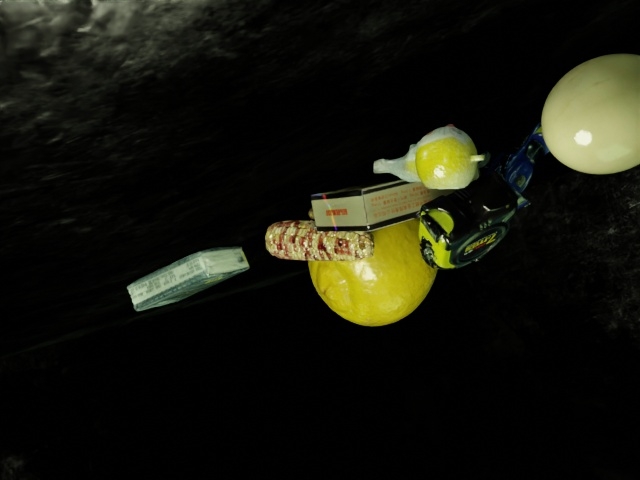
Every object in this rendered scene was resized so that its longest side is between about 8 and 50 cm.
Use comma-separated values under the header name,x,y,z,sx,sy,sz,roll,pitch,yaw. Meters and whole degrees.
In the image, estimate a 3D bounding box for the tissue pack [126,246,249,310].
name,x,y,z,sx,sy,sz,roll,pitch,yaw
tissue pack,-0.337,0.093,1.516,0.257,0.081,0.185,-24,172,25

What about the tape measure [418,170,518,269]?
name,x,y,z,sx,sy,sz,roll,pitch,yaw
tape measure,0.271,-0.028,1.135,0.199,0.112,0.186,-25,150,-9

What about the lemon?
name,x,y,z,sx,sy,sz,roll,pitch,yaw
lemon,0.139,0.048,1.517,0.348,0.348,0.348,-19,174,-2

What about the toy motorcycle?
name,x,y,z,sx,sy,sz,roll,pitch,yaw
toy motorcycle,0.415,-0.143,1.285,0.315,0.113,0.169,-54,-165,-14

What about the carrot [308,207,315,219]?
name,x,y,z,sx,sy,sz,roll,pitch,yaw
carrot,0.009,-0.072,1.399,0.093,0.032,0.032,-22,176,-38

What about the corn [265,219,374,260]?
name,x,y,z,sx,sy,sz,roll,pitch,yaw
corn,0.000,0.000,1.353,0.289,0.098,0.098,0,-174,36

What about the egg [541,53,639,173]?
name,x,y,z,sx,sy,sz,roll,pitch,yaw
egg,0.468,-0.205,0.952,0.241,0.186,0.186,-26,177,-22

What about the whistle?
name,x,y,z,sx,sy,sz,roll,pitch,yaw
whistle,0.192,-0.150,1.074,0.223,0.123,0.123,3,-170,41

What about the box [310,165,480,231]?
name,x,y,z,sx,sy,sz,roll,pitch,yaw
box,0.158,-0.091,1.240,0.310,0.084,0.198,-16,-172,-30
